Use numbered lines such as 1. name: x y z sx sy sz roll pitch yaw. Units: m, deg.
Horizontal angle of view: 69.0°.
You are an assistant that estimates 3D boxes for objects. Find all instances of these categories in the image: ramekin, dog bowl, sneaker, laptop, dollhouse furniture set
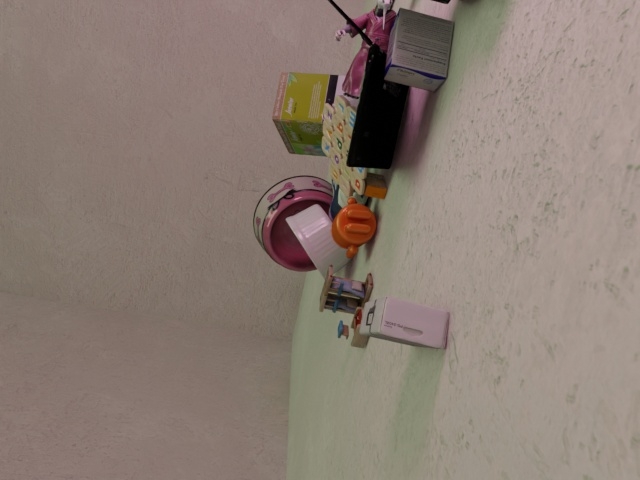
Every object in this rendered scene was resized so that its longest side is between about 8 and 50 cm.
1. ramekin: 0.000 0.000 1.723 0.277 0.135 0.277 57 179 2
2. dog bowl: -0.066 -0.051 1.921 0.150 0.407 0.409 -118 37 -60
3. sneaker: 0.123 -0.226 1.672 0.236 0.130 0.323 126 159 -58
4. laptop: 0.073 -0.408 1.190 0.382 0.236 0.409 -18 -58 -66
5. dollhouse furniture set: 0.072 0.179 1.296 0.184 0.129 0.129 -87 9 -60

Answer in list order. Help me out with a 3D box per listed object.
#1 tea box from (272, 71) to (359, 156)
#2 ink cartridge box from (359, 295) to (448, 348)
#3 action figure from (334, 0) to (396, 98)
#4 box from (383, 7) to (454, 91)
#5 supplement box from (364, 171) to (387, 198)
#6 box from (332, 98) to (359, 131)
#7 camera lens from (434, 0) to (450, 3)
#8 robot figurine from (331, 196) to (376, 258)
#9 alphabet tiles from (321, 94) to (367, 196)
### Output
1. tea box: 0.002 -0.514 1.950 0.329 0.323 0.220 57 -138 -73
2. ink cartridge box: 0.138 0.142 0.796 0.150 0.109 0.063 124 160 -76
3. action figure: 0.202 -0.647 1.553 0.275 0.247 0.371 -33 -41 -59
4. box: 0.213 -0.414 1.018 0.072 0.126 0.137 136 145 -78
5. supplement box: 0.161 -0.166 1.396 0.098 0.062 0.036 -90 11 -58
6. box: 0.122 -0.347 1.445 0.171 0.130 0.091 59 153 26
7. camera lens: 0.216 -0.604 0.864 0.219 0.219 0.275 -89 11 -60
8. robot figurine: 0.101 -0.043 1.450 0.158 0.128 0.219 56 168 4
9. alphabet tiles: 0.073 -0.278 1.398 0.284 0.021 0.278 94 153 -42
